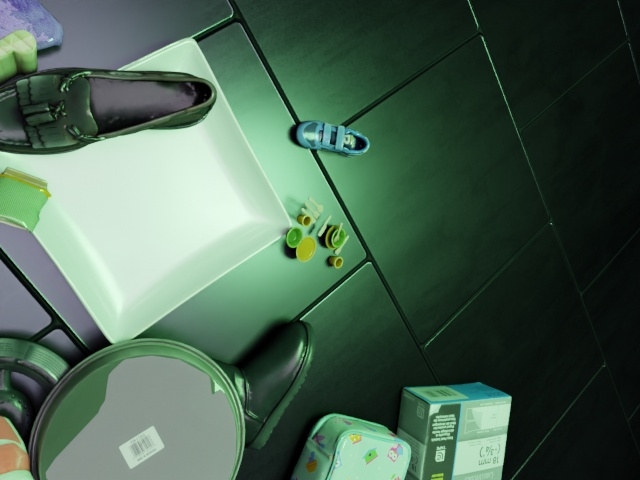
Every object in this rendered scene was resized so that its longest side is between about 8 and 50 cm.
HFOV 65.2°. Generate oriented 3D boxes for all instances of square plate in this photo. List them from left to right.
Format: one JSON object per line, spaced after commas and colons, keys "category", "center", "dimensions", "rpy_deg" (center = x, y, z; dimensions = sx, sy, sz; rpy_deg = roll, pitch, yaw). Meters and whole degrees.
{"category": "square plate", "center": [-0.257, -0.076, 0.762], "dimensions": [0.344, 0.049, 0.347], "rpy_deg": [-35, 111, -22]}

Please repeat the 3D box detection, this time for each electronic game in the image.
{"category": "electronic game", "center": [-0.447, 0.247, 0.688], "dimensions": [0.229, 0.048, 0.229], "rpy_deg": [-1, 93, -21]}

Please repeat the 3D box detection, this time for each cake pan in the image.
{"category": "cake pan", "center": [-0.245, 0.285, 0.696], "dimensions": [0.293, 0.054, 0.293], "rpy_deg": [4, 78, -20]}

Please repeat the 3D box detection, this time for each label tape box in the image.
{"category": "label tape box", "center": [0.279, 0.493, 1.092], "dimensions": [0.241, 0.106, 0.333], "rpy_deg": [5, 92, -29]}

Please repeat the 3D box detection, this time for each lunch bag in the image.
{"category": "lunch bag", "center": [0.048, 0.488, 0.960], "dimensions": [0.224, 0.108, 0.279], "rpy_deg": [25, 85, -34]}

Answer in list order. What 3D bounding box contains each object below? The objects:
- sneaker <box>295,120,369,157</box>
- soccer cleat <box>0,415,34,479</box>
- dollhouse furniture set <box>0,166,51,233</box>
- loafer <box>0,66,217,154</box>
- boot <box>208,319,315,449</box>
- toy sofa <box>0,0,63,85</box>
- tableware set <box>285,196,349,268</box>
{"category": "sneaker", "center": [0.025, -0.185, 0.902], "dimensions": [0.144, 0.059, 0.053], "rpy_deg": [5, 95, -29]}
{"category": "soccer cleat", "center": [-0.515, 0.328, 0.589], "dimensions": [0.318, 0.116, 0.108], "rpy_deg": [-22, 149, -19]}
{"category": "dollhouse furniture set", "center": [-0.405, -0.076, 0.601], "dimensions": [0.152, 0.058, 0.076], "rpy_deg": [23, 48, -30]}
{"category": "loafer", "center": [-0.283, -0.180, 0.653], "dimensions": [0.302, 0.095, 0.109], "rpy_deg": [-16, 102, -26]}
{"category": "boot", "center": [-0.141, 0.219, 0.831], "dimensions": [0.207, 0.094, 0.246], "rpy_deg": [30, 87, -32]}
{"category": "toy sofa", "center": [-0.473, -0.343, 0.554], "dimensions": [0.177, 0.150, 0.362], "rpy_deg": [-44, 114, -17]}
{"category": "tableware set", "center": [0.000, 0.000, 0.903], "dimensions": [0.104, 0.024, 0.154], "rpy_deg": [-58, 136, -12]}
